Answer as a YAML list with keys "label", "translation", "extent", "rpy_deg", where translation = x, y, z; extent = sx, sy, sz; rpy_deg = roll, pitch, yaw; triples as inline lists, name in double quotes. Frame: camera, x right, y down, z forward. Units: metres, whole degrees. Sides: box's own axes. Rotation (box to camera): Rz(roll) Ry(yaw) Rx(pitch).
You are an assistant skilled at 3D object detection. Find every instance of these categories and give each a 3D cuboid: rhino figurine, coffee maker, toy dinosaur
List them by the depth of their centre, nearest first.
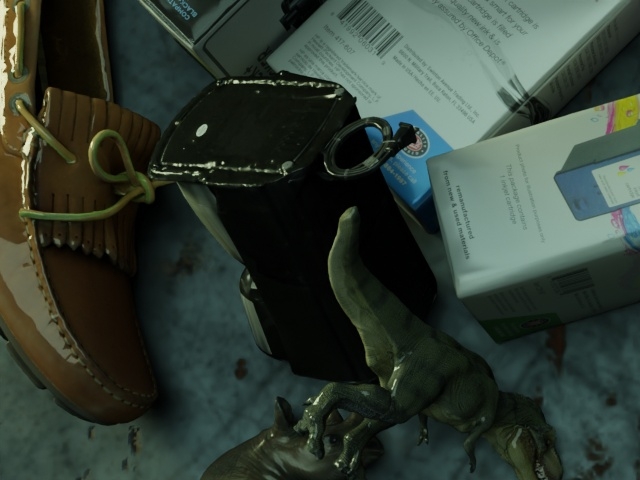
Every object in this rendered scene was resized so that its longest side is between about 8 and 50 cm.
- label: "toy dinosaur"
  translation: [0.045, 0.091, 1.049]
  extent: [0.118, 0.268, 0.064]
  rpy_deg: [-45, 39, 0]
- label: "coffee maker"
  translation: [0.000, 0.000, 1.073]
  extent: [0.120, 0.178, 0.171]
  rpy_deg: [-40, 39, -15]
- label: "rhino figurine"
  translation: [-0.040, 0.191, 1.118]
  extent: [0.106, 0.073, 0.243]
  rpy_deg: [30, 84, 14]

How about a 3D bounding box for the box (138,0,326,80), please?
- label: "box"
  translation: [0.011, -0.228, 1.154]
  extent: [0.290, 0.169, 0.087]
  rpy_deg: [-44, 74, -1]

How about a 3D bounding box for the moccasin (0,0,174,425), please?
- label: "moccasin"
  translation: [-0.167, -0.061, 1.182]
  extent: [0.147, 0.139, 0.380]
  rpy_deg: [-21, 64, 17]

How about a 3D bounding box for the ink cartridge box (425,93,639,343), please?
- label: "ink cartridge box"
  translation: [0.186, -0.019, 1.067]
  extent: [0.212, 0.154, 0.093]
  rpy_deg: [-15, 73, 11]

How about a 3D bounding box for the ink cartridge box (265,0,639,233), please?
- label: "ink cartridge box"
  translation: [0.091, -0.129, 1.152]
  extent: [0.203, 0.086, 0.148]
  rpy_deg: [-43, 72, 0]
